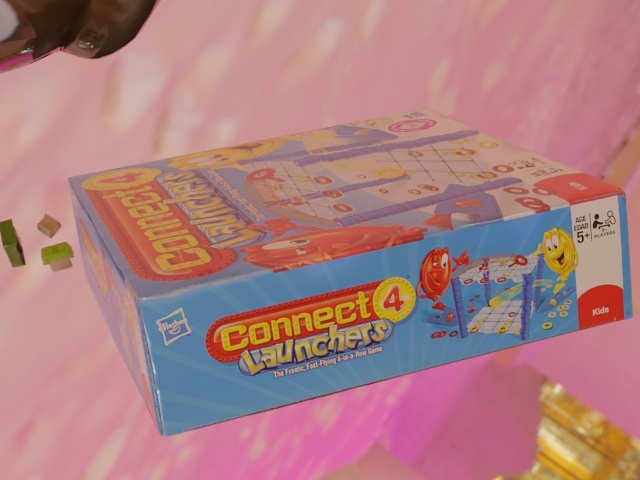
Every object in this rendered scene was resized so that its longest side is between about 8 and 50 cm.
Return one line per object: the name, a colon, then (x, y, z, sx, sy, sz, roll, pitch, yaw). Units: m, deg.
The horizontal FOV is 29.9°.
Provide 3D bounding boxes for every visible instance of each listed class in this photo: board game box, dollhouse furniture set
board game box: (0.000, 0.000, 0.824, 0.301, 0.308, 0.086, -12, 109, -16)
dollhouse furniture set: (-0.286, -0.010, 1.372, 0.151, 0.076, 0.058, -16, 159, -8)

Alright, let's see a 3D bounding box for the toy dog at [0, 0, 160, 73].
toy dog: (-0.240, -0.221, 0.742, 0.395, 0.408, 0.285, -34, 125, -8)
